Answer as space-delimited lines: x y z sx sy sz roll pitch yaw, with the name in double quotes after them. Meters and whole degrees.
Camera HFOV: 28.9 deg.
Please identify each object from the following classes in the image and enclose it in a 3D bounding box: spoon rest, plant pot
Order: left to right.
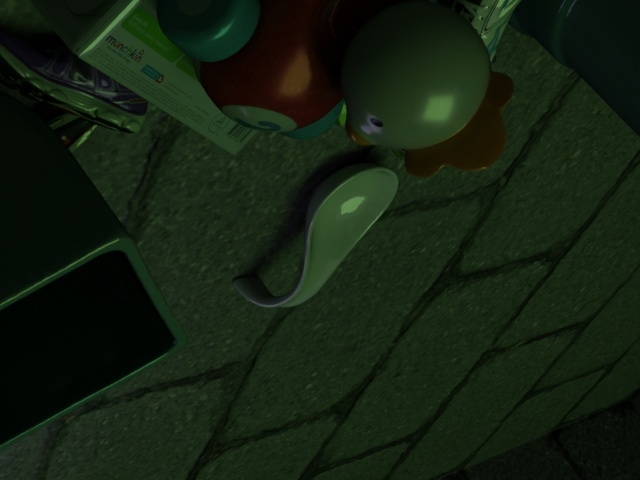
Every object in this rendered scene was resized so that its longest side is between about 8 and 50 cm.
-0.302 0.011 1.100 0.247 0.252 0.247 -29 156 -7 "plant pot"
0.000 0.000 1.632 0.137 0.084 0.276 2 139 -51 "spoon rest"
0.436 -0.242 1.406 0.341 0.334 0.341 -26 155 -13 "plant pot"

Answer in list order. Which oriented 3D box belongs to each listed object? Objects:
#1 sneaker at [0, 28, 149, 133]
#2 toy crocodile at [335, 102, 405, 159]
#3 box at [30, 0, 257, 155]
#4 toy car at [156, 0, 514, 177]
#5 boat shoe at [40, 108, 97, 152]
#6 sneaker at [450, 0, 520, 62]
-0.227 -0.153 1.113 0.170 0.068 0.071 22 83 -40 "sneaker"
0.056 -0.197 1.313 0.115 0.105 0.340 -29 154 -7 "toy crocodile"
-0.084 -0.223 1.045 0.231 0.127 0.262 -46 153 8 "box"
0.037 -0.127 0.945 0.210 0.238 0.219 -43 154 6 "toy car"
-0.218 -0.135 1.182 0.137 0.049 0.043 -43 115 2 "boat shoe"
0.171 -0.256 1.355 0.086 0.085 0.237 6 126 -42 "sneaker"
